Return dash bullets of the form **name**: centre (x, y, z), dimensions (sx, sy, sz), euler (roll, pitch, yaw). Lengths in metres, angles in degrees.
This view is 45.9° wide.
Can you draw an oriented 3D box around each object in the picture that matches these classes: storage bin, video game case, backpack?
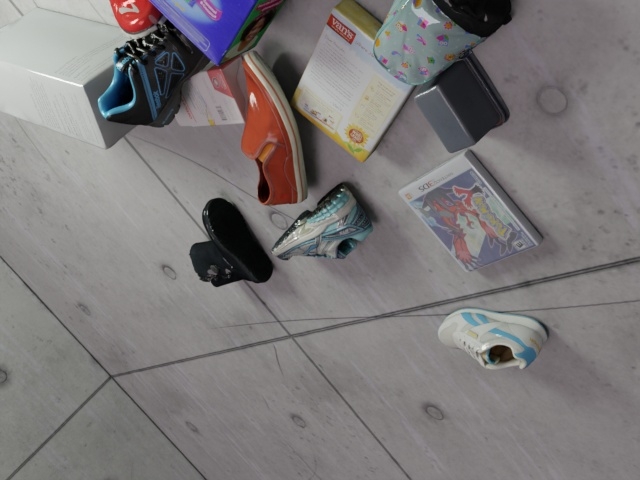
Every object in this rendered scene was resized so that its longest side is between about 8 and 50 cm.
- **storage bin**: centre (0.200, -0.200, 1.136), dimensions (0.098, 0.091, 0.135), euler (-16, 114, 51)
- **video game case**: centre (0.254, -0.044, 1.309), dimensions (0.201, 0.023, 0.183), euler (48, 145, -8)
- **backpack**: centre (0.154, -0.304, 1.050), dimensions (0.152, 0.115, 0.182), euler (44, 148, -7)

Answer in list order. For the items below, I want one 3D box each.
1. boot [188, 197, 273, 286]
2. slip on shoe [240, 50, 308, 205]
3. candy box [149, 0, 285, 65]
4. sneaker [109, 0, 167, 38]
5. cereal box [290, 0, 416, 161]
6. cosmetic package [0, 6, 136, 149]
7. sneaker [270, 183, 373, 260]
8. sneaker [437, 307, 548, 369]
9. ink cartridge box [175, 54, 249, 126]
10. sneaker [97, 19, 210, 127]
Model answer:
- **boot**: centre (-0.250, 0.014, 1.800), dimensions (0.207, 0.094, 0.246), euler (-6, 129, 43)
- **slip on shoe**: centre (-0.099, -0.192, 1.400), dimensions (0.123, 0.101, 0.331), euler (-120, 14, -45)
- **candy box**: centre (-0.151, -0.470, 1.123), dimensions (0.268, 0.122, 0.317), euler (44, 135, -1)
- **sneaker**: centre (-0.340, -0.451, 1.268), dimensions (0.279, 0.107, 0.118), euler (62, -169, 29)
- **cereal box**: centre (0.058, -0.257, 1.251), dimensions (0.173, 0.047, 0.240), euler (41, 145, 4)
- **cosmetic package**: centre (-0.527, -0.349, 1.583), dimensions (0.385, 0.217, 0.156), euler (21, 140, 30)
- **sneaker**: centre (0.000, 0.000, 1.533), dimensions (0.122, 0.110, 0.283), euler (44, 146, -9)
- **sneaker**: centre (0.311, 0.191, 1.444), dimensions (0.228, 0.092, 0.087), euler (-4, 127, 48)
- **ink cartridge box**: centre (-0.218, -0.288, 1.472), dimensions (0.198, 0.067, 0.115), euler (4, 129, 40)
- **sneaker**: centre (-0.284, -0.336, 1.353), dimensions (0.125, 0.139, 0.341), euler (48, 125, 23)
